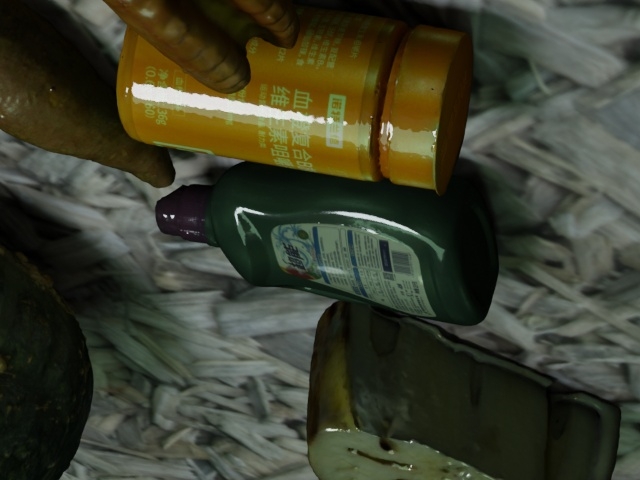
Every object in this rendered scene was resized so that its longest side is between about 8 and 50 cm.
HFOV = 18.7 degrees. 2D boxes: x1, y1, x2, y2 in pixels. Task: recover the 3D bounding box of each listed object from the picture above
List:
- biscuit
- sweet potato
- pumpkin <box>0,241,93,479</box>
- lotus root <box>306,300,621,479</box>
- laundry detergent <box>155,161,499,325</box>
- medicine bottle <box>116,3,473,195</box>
[{"bbox_3d":[-0.108,-0.160,1.002,0.220,0.066,0.220,40,-179,-1],"label":"biscuit"},{"bbox_3d":[-0.177,-0.101,1.226,0.243,0.077,0.077,29,148,-30],"label":"sweet potato"},{"bbox_3d":[-0.336,0.094,1.445,0.327,0.257,0.291,0,139,19],"label":"pumpkin"},{"bbox_3d":[0.093,0.144,1.425,0.234,0.119,0.138,20,144,-5],"label":"lotus root"},{"bbox_3d":[0.000,0.000,1.283,0.221,0.078,0.144,5,151,21],"label":"laundry detergent"},{"bbox_3d":[-0.014,-0.089,1.128,0.191,0.096,0.096,11,149,13],"label":"medicine bottle"}]
